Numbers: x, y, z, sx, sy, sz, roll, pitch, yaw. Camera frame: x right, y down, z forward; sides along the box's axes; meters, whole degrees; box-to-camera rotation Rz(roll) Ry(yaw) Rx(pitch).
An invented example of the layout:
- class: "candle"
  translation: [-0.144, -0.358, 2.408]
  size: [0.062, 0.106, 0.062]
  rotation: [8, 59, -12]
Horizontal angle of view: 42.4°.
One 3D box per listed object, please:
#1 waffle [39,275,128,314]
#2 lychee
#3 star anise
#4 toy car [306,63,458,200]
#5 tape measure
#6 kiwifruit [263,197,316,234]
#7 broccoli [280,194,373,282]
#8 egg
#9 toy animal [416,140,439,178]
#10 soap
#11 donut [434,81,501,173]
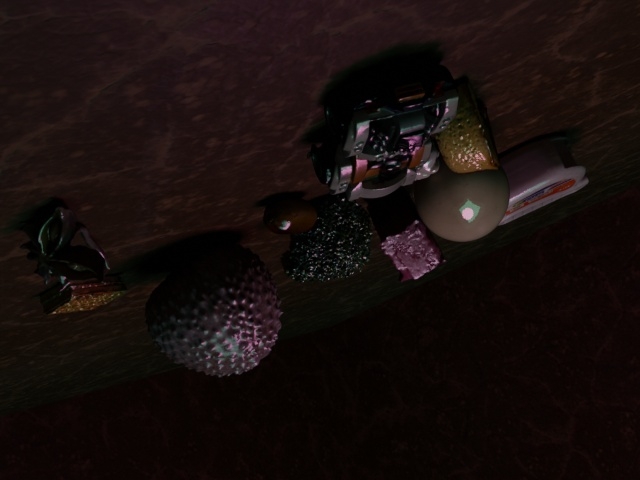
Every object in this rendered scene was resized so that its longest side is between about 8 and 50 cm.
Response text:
- class: "waffle"
  translation: [-0.467, 0.107, 1.632]
  size: [0.102, 0.042, 0.148]
  rotation: [-28, 167, 29]
- class: "lychee"
  translation: [-0.217, 0.146, 1.696]
  size: [0.300, 0.300, 0.300]
  rotation: [-20, 169, -4]
- class: "star anise"
  translation: [-0.348, 0.008, 1.261]
  size: [0.218, 0.148, 0.227]
  rotation: [-66, 175, 29]
- class: "toy car"
  translation: [0.091, -0.154, 1.208]
  size: [0.193, 0.118, 0.301]
  rotation: [-16, 167, -13]
- class: "tape measure"
  translation: [0.500, -0.150, 1.963]
  size: [0.258, 0.130, 0.265]
  rotation: [-25, 163, 8]
- class: "kiwifruit"
  translation: [-0.057, -0.046, 1.566]
  size: [0.075, 0.075, 0.124]
  rotation: [-28, 163, 36]
- class: "broccoli"
  translation: [0.000, 0.000, 1.736]
  size: [0.220, 0.194, 0.194]
  rotation: [-43, 176, -18]
- class: "egg"
  translation: [0.280, -0.095, 1.637]
  size: [0.188, 0.188, 0.253]
  rotation: [-22, 166, 6]
- class: "toy animal"
  translation: [0.178, -0.152, 1.489]
  size: [0.085, 0.071, 0.124]
  rotation: [0, 174, -11]
- class: "soap"
  translation: [0.187, -0.020, 1.829]
  size: [0.112, 0.182, 0.289]
  rotation: [-25, -153, 8]
- class: "donut"
  translation: [0.236, -0.174, 1.357]
  size: [0.085, 0.141, 0.217]
  rotation: [-16, 167, 16]
